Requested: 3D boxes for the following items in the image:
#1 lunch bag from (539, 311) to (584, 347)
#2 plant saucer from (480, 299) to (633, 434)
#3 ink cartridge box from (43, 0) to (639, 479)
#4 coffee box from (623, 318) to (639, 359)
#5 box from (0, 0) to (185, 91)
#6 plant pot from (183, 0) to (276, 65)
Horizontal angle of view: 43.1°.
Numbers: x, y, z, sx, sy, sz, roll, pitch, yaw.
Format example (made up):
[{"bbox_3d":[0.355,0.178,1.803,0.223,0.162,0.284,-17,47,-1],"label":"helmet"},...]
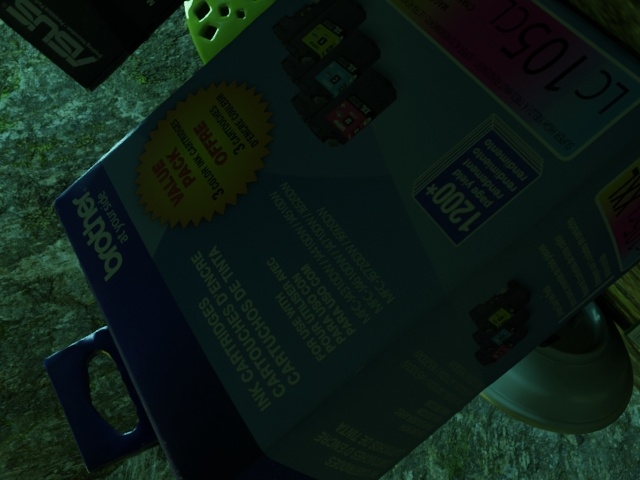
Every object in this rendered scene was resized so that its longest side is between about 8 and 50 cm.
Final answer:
[{"bbox_3d":[0.290,0.024,1.338,0.256,0.213,0.305,6,-140,-54],"label":"lunch bag"},{"bbox_3d":[0.409,0.158,1.484,0.400,0.101,0.401,13,-138,-12],"label":"plant saucer"},{"bbox_3d":[0.000,0.000,0.539,0.270,0.395,0.151,53,-172,36],"label":"ink cartridge box"},{"bbox_3d":[0.517,0.202,1.153,0.113,0.040,0.184,41,-170,-47],"label":"coffee box"},{"bbox_3d":[-0.249,-0.376,0.730,0.395,0.318,0.097,43,-171,-43],"label":"box"},{"bbox_3d":[-0.074,-0.335,1.159,0.207,0.227,0.228,56,-171,15],"label":"plant pot"}]
